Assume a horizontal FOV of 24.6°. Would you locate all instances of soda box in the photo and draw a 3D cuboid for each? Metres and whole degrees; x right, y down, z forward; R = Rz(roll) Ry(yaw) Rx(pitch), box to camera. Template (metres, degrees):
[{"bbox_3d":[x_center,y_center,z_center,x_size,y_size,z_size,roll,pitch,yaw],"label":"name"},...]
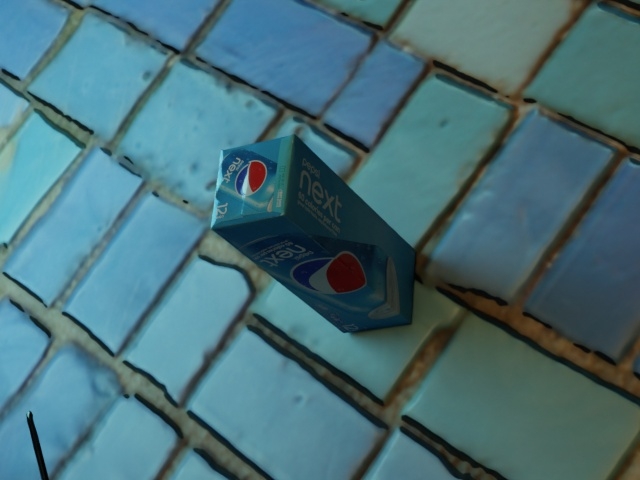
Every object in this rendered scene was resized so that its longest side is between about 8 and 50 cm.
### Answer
[{"bbox_3d":[0.000,0.000,1.157,0.067,0.210,0.071,-10,60,28],"label":"soda box"}]

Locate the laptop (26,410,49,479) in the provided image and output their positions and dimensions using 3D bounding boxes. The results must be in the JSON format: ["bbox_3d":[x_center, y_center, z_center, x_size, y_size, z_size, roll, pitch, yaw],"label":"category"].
[{"bbox_3d":[-0.251,0.414,1.066,0.408,0.236,0.382,-35,50,14],"label":"laptop"}]
